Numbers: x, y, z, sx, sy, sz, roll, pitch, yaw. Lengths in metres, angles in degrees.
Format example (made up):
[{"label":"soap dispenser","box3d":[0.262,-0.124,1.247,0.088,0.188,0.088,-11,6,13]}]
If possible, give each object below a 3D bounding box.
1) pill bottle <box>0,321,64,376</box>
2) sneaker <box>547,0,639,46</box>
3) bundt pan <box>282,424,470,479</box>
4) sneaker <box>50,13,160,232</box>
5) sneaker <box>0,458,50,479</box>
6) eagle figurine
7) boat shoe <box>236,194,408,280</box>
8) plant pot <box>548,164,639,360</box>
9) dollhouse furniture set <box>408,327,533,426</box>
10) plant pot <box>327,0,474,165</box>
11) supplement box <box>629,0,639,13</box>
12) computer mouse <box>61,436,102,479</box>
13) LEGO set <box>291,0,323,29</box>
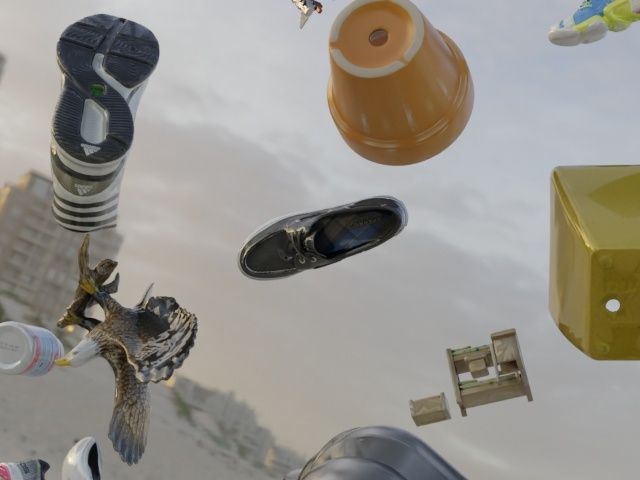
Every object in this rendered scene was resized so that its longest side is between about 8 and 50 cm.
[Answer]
[{"label":"pill bottle","box3d":[-0.488,0.184,1.775,0.087,0.087,0.160,17,-6,11]},{"label":"sneaker","box3d":[0.522,-0.442,1.965,0.240,0.126,0.091,-15,-6,-5]},{"label":"bundt pan","box3d":[-0.018,0.269,0.865,0.124,0.331,0.331,50,-14,5]},{"label":"sneaker","box3d":[-0.395,-0.188,1.821,0.169,0.447,0.257,14,-50,-11]},{"label":"sneaker","box3d":[-0.355,0.352,1.348,0.063,0.170,0.075,-12,5,45]},{"label":"eagle figurine","box3d":[-0.307,0.175,1.679,0.298,0.225,0.226,41,-15,28]},{"label":"boat shoe","box3d":[0.000,0.000,1.338,0.228,0.080,0.076,-14,6,6]},{"label":"plant pot","box3d":[0.386,0.039,1.275,0.212,0.212,0.187,-1,23,10]},{"label":"dollhouse furniture set","box3d":[0.207,0.180,1.573,0.182,0.101,0.161,-14,-35,9]},{"label":"plant pot","box3d":[0.094,-0.231,1.446,0.205,0.205,0.188,14,-15,21]},{"label":"supplement box","box3d":[0.475,-0.421,1.436,0.111,0.220,0.114,3,-19,-33]},{"label":"computer mouse","box3d":[-0.371,0.394,1.631,0.106,0.193,0.042,-27,-32,30]},{"label":"LEGO set","box3d":[-0.065,-0.512,2.117,0.182,0.060,0.244,39,26,2]}]
